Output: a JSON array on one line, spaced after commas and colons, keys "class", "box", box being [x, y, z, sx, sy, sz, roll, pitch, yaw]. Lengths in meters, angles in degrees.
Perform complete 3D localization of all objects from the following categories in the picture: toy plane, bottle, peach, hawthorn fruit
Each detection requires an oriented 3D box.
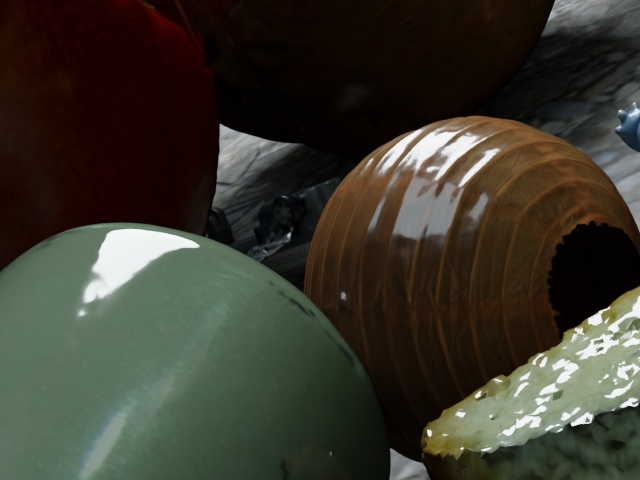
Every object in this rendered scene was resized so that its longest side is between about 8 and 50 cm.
[{"class": "toy plane", "box": [0.000, -0.003, 0.833, 0.226, 0.058, 0.226, -4, 15, 45]}, {"class": "bottle", "box": [-0.102, 0.148, 0.452, 0.168, 0.168, 0.347, -14, 27, 30]}, {"class": "peach", "box": [-0.229, -0.028, 0.795, 0.335, 0.310, 0.406, 11, -4, -28]}, {"class": "hawthorn fruit", "box": [0.029, -0.207, 0.961, 0.324, 0.308, 0.308, -24, 21, -3]}]

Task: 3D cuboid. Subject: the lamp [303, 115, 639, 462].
[{"class": "lamp", "box": [0.058, 0.021, 0.597, 0.136, 0.136, 0.136, -23, 21, 10]}]

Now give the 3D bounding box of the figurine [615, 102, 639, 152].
[{"class": "figurine", "box": [0.178, -0.062, 0.658, 0.114, 0.145, 0.178, -26, 9, -7]}]

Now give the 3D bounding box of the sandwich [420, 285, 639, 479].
[{"class": "sandwich", "box": [0.194, 0.045, 0.430, 0.288, 0.100, 0.254, -29, 20, -7]}]
